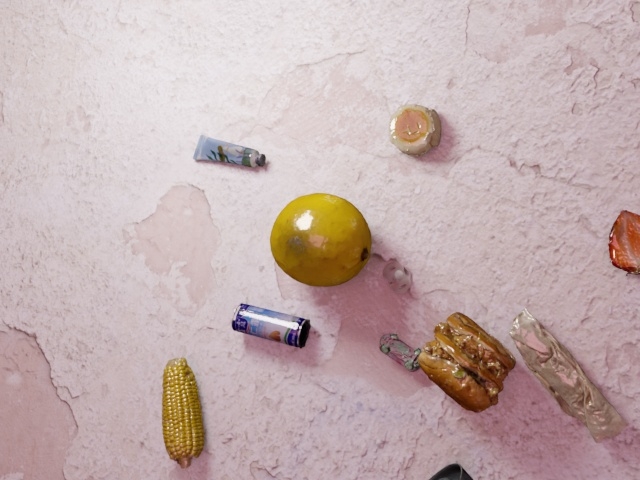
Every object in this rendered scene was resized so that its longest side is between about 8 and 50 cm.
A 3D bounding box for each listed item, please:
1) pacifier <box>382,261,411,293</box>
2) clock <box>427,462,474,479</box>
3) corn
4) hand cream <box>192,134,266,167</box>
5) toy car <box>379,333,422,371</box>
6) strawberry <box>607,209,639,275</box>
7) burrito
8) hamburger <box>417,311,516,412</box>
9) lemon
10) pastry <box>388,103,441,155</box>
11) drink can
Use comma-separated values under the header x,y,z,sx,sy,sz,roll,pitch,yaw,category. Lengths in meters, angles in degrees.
x,y,z,sx,sy,sz,roll,pitch,yaw,category
0.234,0.106,1.737,0.081,0.078,0.099,-29,76,-8,pacifier
0.293,0.733,1.552,0.061,0.312,0.312,42,99,8,clock
-0.450,0.556,1.892,0.130,0.130,0.347,-9,81,17,corn
-0.308,-0.290,1.952,0.271,0.058,0.091,15,87,23,hand cream
0.237,0.333,1.727,0.142,0.069,0.055,33,135,17,toy car
0.833,0.011,1.553,0.146,0.082,0.187,-17,75,10,strawberry
0.654,0.368,1.583,0.117,0.076,0.392,-41,76,12,burrito
0.410,0.340,1.591,0.260,0.245,0.211,41,90,-23,hamburger
0.000,-0.001,1.714,0.297,0.297,0.297,-1,85,17,lemon
0.283,-0.332,1.749,0.166,0.088,0.165,0,89,16,pastry
-0.156,0.267,1.837,0.235,0.097,0.097,11,89,17,drink can
